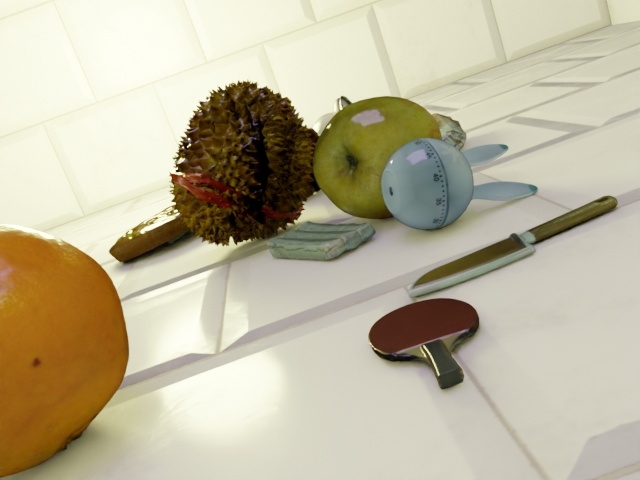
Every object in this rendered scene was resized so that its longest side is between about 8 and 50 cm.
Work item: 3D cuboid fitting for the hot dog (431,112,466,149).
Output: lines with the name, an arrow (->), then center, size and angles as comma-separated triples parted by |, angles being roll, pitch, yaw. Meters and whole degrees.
hot dog -> 0.303, -0.269, 1.778 | 0.163, 0.081, 0.270 | -27, 21, 8

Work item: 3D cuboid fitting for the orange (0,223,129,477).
orange -> -0.392, 0.131, 0.810 | 0.312, 0.312, 0.312 | -19, 15, 5

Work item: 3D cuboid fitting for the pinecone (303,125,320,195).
pinecone -> -0.067, -0.202, 1.811 | 0.208, 0.207, 0.208 | -19, 15, 5

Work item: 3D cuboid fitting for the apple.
apple -> 0.112, -0.161, 1.307 | 0.261, 0.260, 0.194 | -8, 8, 38

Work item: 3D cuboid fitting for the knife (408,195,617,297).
knife -> 0.271, 0.005, 0.921 | 0.343, 0.027, 0.061 | -22, 19, -8

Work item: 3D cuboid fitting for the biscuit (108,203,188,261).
biscuit -> -0.424, -0.064, 1.919 | 0.350, 0.070, 0.394 | -23, 12, 20

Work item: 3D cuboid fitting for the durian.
durian -> -0.177, -0.162, 1.497 | 0.384, 0.348, 0.347 | -51, 5, 19

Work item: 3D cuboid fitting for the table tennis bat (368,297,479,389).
table tennis bat -> 0.122, 0.110, 0.750 | 0.130, 0.019, 0.220 | -19, 13, 1

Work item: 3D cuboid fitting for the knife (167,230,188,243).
knife -> -0.392, -0.040, 1.974 | 0.043, 0.019, 0.293 | -17, 14, 20

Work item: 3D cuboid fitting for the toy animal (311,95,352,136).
toy animal -> -0.005, -0.257, 1.993 | 0.357, 0.194, 0.257 | -29, 32, 33

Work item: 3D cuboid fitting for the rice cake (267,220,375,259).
rice cake -> 0.000, 0.000, 1.273 | 0.124, 0.038, 0.211 | -28, 17, -27

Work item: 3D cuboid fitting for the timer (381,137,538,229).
timer -> 0.224, -0.094, 1.167 | 0.255, 0.175, 0.175 | 4, -1, -34
